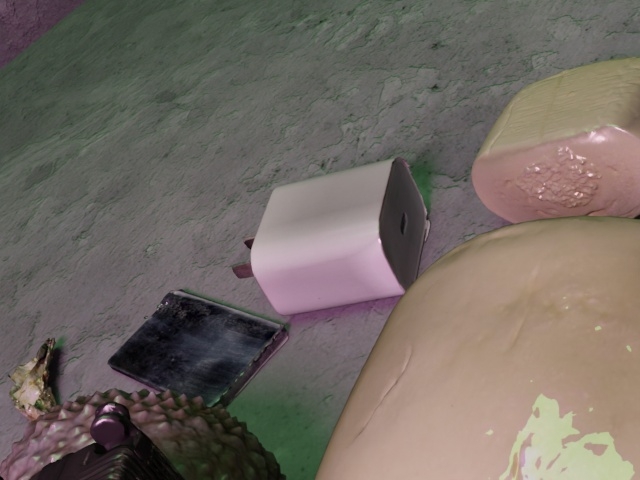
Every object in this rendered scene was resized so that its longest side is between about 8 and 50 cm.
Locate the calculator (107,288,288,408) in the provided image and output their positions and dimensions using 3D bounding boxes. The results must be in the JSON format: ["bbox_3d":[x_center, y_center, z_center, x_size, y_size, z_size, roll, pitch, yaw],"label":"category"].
[{"bbox_3d":[-0.176,0.147,1.380,0.262,0.021,0.161,15,54,47],"label":"calculator"}]

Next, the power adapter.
[{"bbox_3d":[0.000,0.000,1.348,0.255,0.124,0.187,-11,37,25],"label":"power adapter"}]

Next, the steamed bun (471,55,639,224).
[{"bbox_3d":[0.325,-0.113,1.225,0.250,0.154,0.200,-8,36,40],"label":"steamed bun"}]

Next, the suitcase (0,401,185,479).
[{"bbox_3d":[-0.117,0.316,0.700,0.152,0.335,0.229,-31,18,14],"label":"suitcase"}]

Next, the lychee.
[{"bbox_3d":[-0.165,0.276,0.951,0.300,0.300,0.300,-20,35,15],"label":"lychee"}]

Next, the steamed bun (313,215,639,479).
[{"bbox_3d":[0.206,0.174,0.814,0.456,0.290,0.371,-2,43,35],"label":"steamed bun"}]

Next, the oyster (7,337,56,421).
[{"bbox_3d":[-0.413,0.213,1.460,0.106,0.061,0.199,-36,27,23],"label":"oyster"}]
